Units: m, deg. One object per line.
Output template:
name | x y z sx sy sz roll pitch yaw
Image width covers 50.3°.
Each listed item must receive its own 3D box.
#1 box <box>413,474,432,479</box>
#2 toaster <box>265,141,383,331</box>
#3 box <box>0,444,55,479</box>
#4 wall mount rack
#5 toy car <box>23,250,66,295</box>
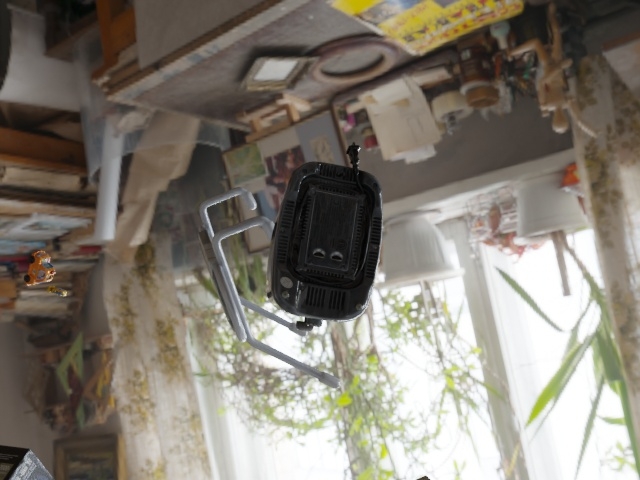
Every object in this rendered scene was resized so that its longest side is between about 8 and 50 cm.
box | 0.107 0.537 1.231 0.275 0.113 0.094 -15 -156 -24
toaster | 0.000 0.000 0.865 0.129 0.227 0.146 9 168 -10
box | -0.416 0.305 0.756 0.180 0.078 0.147 -1 -141 20
wall mount rack | -0.096 0.085 1.089 0.130 0.304 0.350 -21 -160 -9
toy car | -0.440 0.056 1.121 0.040 0.060 0.122 17 168 8
